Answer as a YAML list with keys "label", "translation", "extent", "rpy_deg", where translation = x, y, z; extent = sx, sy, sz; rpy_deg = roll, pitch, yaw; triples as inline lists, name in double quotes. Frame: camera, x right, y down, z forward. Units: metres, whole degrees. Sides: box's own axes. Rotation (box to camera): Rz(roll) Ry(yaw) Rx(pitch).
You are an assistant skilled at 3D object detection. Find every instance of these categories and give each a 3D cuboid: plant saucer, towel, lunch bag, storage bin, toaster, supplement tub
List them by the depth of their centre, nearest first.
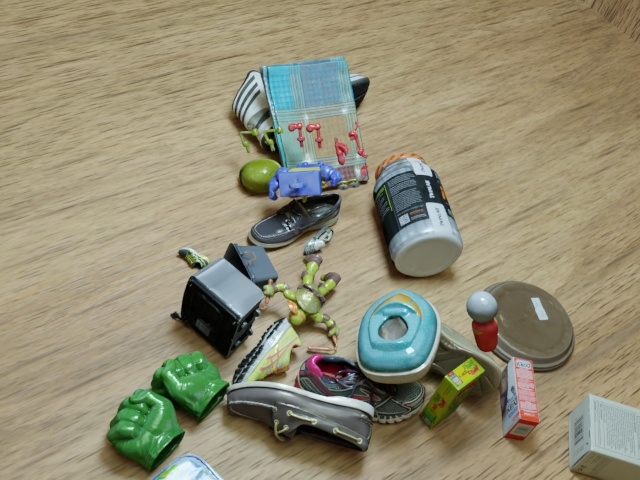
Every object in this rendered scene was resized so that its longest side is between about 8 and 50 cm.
- label: "lunch bag"
  translation: [-0.238, 0.530, 1.479]
  extent: [0.219, 0.090, 0.176]
  rpy_deg: [40, 51, 18]
- label: "toaster"
  translation: [-0.231, 0.150, 1.767]
  extent: [0.186, 0.168, 0.110]
  rpy_deg: [38, 47, 15]
- label: "storage bin"
  translation: [-0.167, 0.066, 1.914]
  extent: [0.091, 0.098, 0.135]
  rpy_deg: [-7, 52, -36]
- label: "plant saucer"
  translation: [0.539, 0.213, 2.026]
  extent: [0.278, 0.041, 0.278]
  rpy_deg: [8, 49, -9]
- label: "supplement tub"
  translation: [0.253, -0.076, 2.094]
  extent: [0.194, 0.193, 0.316]
  rpy_deg: [1, 50, -17]
- label: "towel"
  translation: [-0.009, -0.330, 2.199]
  extent: [0.271, 0.040, 0.370]
  rpy_deg: [-13, 92, -25]

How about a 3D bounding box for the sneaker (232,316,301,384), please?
- label: "sneaker"
  translation: [-0.113, 0.275, 1.754]
  extent: [0.094, 0.081, 0.208]
  rpy_deg: [47, 62, -13]

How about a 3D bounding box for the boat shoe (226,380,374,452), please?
- label: "boat shoe"
  translation: [-0.048, 0.379, 1.657]
  extent: [0.324, 0.116, 0.096]
  rpy_deg: [11, 57, -3]

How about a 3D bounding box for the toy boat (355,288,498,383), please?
- label: "toy boat"
  translation: [0.233, 0.187, 1.710]
  extent: [0.318, 0.148, 0.267]
  rpy_deg: [-7, 35, 13]

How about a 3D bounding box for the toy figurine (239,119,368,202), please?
- label: "toy figurine"
  translation: [-0.071, -0.187, 1.999]
  extent: [0.362, 0.191, 0.217]
  rpy_deg: [0, 21, 13]

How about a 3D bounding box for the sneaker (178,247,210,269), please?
- label: "sneaker"
  translation: [-0.316, 0.046, 1.921]
  extent: [0.083, 0.031, 0.035]
  rpy_deg: [21, 48, 2]

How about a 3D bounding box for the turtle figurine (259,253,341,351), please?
- label: "turtle figurine"
  translation: [-0.039, 0.127, 1.873]
  extent: [0.269, 0.087, 0.217]
  rpy_deg: [33, 43, -6]

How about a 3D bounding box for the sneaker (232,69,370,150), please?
- label: "sneaker"
  translation: [-0.072, -0.459, 2.347]
  extent: [0.447, 0.169, 0.257]
  rpy_deg: [-29, 65, -32]

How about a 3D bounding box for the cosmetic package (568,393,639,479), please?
- label: "cosmetic package"
  translation: [0.747, 0.489, 1.804]
  extent: [0.309, 0.113, 0.160]
  rpy_deg: [19, 47, -1]

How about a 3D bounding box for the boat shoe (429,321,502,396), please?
- label: "boat shoe"
  translation: [0.281, 0.257, 1.879]
  extent: [0.341, 0.121, 0.110]
  rpy_deg: [34, 14, 14]

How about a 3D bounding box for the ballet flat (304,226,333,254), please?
- label: "ballet flat"
  translation: [0.000, 0.000, 2.049]
  extent: [0.041, 0.041, 0.114]
  rpy_deg: [33, 48, 12]

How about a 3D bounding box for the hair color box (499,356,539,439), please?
- label: "hair color box"
  translation: [0.467, 0.373, 1.833]
  extent: [0.053, 0.093, 0.167]
  rpy_deg: [13, 47, -6]

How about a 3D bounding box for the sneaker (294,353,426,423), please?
- label: "sneaker"
  translation: [0.096, 0.330, 1.744]
  extent: [0.299, 0.112, 0.121]
  rpy_deg: [9, 48, -10]

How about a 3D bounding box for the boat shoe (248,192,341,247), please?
- label: "boat shoe"
  translation: [-0.063, -0.064, 2.053]
  extent: [0.285, 0.092, 0.103]
  rpy_deg: [-19, 55, -31]

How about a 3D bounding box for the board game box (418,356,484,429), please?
- label: "board game box"
  translation: [0.293, 0.345, 1.742]
  extent: [0.092, 0.181, 0.043]
  rpy_deg: [-27, 62, -34]

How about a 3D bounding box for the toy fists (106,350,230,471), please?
- label: "toy fists"
  translation: [-0.321, 0.340, 1.619]
  extent: [0.142, 0.096, 0.279]
  rpy_deg: [33, 50, 14]
